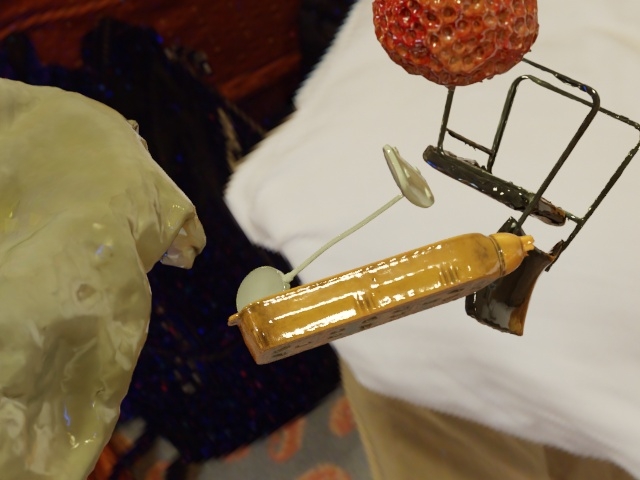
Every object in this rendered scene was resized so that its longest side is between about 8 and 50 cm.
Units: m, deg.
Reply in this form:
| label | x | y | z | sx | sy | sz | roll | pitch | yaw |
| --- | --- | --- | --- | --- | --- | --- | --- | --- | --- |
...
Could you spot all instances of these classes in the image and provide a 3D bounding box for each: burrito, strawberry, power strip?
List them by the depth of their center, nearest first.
| label | x | y | z | sx | sy | sz | roll | pitch | yaw |
| --- | --- | --- | --- | --- | --- | --- | --- | --- | --- |
| burrito | -0.190 | 0.058 | 0.580 | 0.190 | 0.135 | 0.331 | 19 | 70 | 22 |
| strawberry | 0.057 | -0.106 | 0.623 | 0.073 | 0.083 | 0.073 | -3 | 51 | 3 |
| power strip | 0.037 | 0.028 | 0.816 | 0.178 | 0.049 | 0.028 | -18 | 76 | -12 |

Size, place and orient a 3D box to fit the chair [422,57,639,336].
| label | x | y | z | sx | sy | sz | roll | pitch | yaw |
| --- | --- | --- | --- | --- | --- | --- | --- | --- | --- |
| chair | 0.163 | -0.043 | 1.313 | 0.145 | 0.140 | 0.221 | 29 | 96 | 31 |

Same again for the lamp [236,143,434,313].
| label | x | y | z | sx | sy | sz | roll | pitch | yaw |
| --- | --- | --- | --- | --- | --- | --- | --- | --- | --- |
| lamp | 0.000 | 0.000 | 1.148 | 0.198 | 0.056 | 0.050 | -37 | 53 | 23 |
